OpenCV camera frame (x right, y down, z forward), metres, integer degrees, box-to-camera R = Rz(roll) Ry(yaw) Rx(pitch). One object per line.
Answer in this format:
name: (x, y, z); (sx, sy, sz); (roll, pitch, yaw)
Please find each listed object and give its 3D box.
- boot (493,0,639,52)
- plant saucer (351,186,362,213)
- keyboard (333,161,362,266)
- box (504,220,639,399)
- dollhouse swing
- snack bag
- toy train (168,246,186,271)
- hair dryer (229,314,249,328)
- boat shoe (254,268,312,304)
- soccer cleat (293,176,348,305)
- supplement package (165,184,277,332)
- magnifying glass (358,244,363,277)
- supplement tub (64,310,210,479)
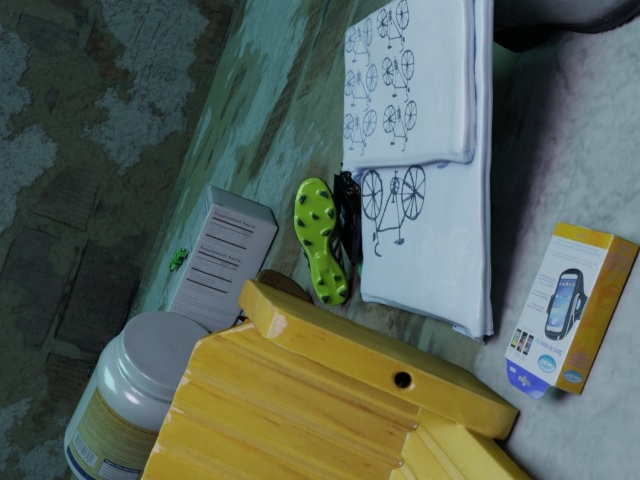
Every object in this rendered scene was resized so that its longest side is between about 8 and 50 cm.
boot: (0.163, -0.275, 0.801); (0.338, 0.223, 0.118); (-16, 54, 69)
plant saucer: (0.047, -0.041, 1.251); (0.083, 0.013, 0.083); (-160, 90, -73)
keyboard: (0.047, -0.041, 1.185); (0.192, 0.038, 0.100); (-111, 23, -68)
box: (0.188, 0.056, 0.676); (0.081, 0.028, 0.136); (-148, 77, -73)
dollhouse swing: (-0.018, 0.253, 0.676); (0.305, 0.315, 0.346); (-31, -36, -84)
snack bag: (0.089, -0.082, 0.912); (0.323, 0.037, 0.342); (-171, 80, -71)
toy train: (-0.276, 0.038, 1.687); (0.083, 0.017, 0.023); (135, 141, -55)
hair dryer: (-0.131, 0.261, 1.382); (0.224, 0.080, 0.293); (-31, 50, 51)
boat shoe: (-0.065, 0.145, 1.235); (0.096, 0.098, 0.277); (-60, 20, 26)
soccer cleat: (0.000, 0.000, 1.158); (0.072, 0.060, 0.178); (-101, 0, -73)
supplement package: (-0.196, 0.039, 1.702); (0.244, 0.134, 0.139); (-65, 17, 15)
magnifying glass: (0.107, -0.041, 1.053); (0.092, 0.026, 0.231); (-92, 26, -53)
supplement tub: (-0.330, 0.308, 1.642); (0.316, 0.228, 0.228); (-59, 20, 31)
